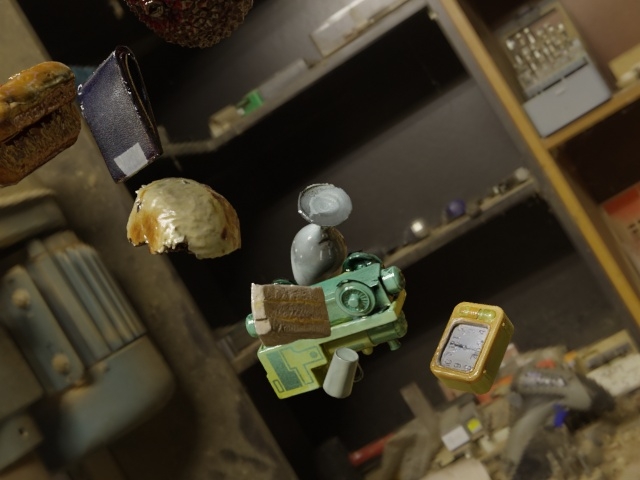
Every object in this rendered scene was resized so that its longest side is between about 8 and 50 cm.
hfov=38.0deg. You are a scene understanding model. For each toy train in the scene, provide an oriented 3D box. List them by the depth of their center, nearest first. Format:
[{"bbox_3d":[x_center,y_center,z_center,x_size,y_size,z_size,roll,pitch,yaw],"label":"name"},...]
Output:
[{"bbox_3d":[0.029,0.175,1.950,0.368,0.237,0.150,-20,20,24],"label":"toy train"}]

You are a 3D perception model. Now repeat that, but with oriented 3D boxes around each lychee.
[{"bbox_3d":[-0.258,-0.541,1.873,0.330,0.306,0.306,-49,10,-35],"label":"lychee"}]

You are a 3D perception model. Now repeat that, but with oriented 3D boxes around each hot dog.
[{"bbox_3d":[-0.501,-0.193,1.534,0.117,0.158,0.349,4,24,7],"label":"hot dog"}]

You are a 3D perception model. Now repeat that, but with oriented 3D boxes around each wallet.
[{"bbox_3d":[-0.453,-0.282,2.125,0.071,0.262,0.221,-16,-5,-42],"label":"wallet"}]

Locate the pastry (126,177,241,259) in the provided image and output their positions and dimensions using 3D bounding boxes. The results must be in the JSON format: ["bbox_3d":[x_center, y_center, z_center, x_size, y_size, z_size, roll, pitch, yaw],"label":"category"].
[{"bbox_3d":[-0.298,-0.059,2.101,0.236,0.170,0.256,-10,20,-35],"label":"pastry"}]

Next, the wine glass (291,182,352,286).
[{"bbox_3d":[0.000,0.000,1.989,0.126,0.126,0.241,-31,-29,-27],"label":"wine glass"}]

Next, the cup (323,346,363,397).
[{"bbox_3d":[0.050,0.253,1.773,0.054,0.074,0.083,-95,18,-63],"label":"cup"}]

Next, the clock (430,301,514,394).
[{"bbox_3d":[0.363,0.256,2.226,0.143,0.096,0.202,7,61,38],"label":"clock"}]

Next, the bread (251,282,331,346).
[{"bbox_3d":[-0.040,0.099,1.296,0.105,0.077,0.152,-10,-11,-2],"label":"bread"}]
